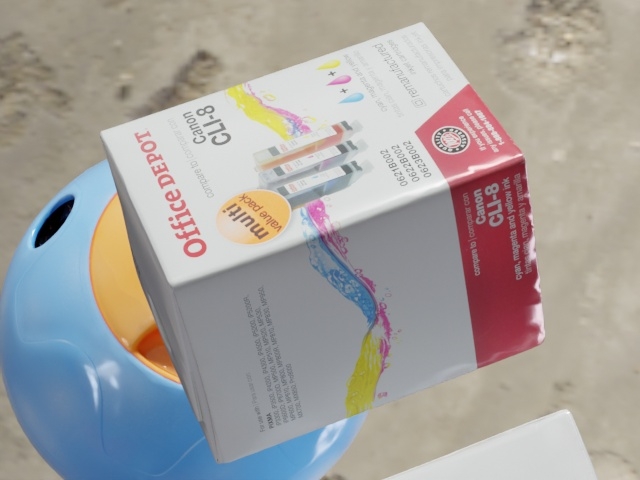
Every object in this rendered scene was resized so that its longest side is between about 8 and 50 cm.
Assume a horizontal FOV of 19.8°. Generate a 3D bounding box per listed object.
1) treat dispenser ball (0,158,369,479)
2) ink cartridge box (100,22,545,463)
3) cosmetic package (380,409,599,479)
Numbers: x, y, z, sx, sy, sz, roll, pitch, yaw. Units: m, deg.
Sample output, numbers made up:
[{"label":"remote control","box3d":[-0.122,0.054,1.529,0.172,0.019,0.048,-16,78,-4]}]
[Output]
[{"label":"treat dispenser ball","box3d":[-0.095,0.069,1.368,0.288,0.288,0.288,-3,97,-29]},{"label":"ink cartridge box","box3d":[0.000,0.000,0.896,0.176,0.128,0.127,-20,133,-9]},{"label":"cosmetic package","box3d":[0.091,0.230,1.212,0.224,0.224,0.138,-23,71,4]}]
